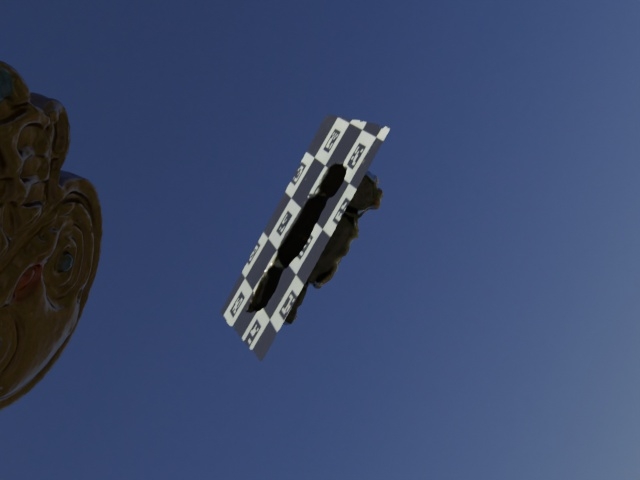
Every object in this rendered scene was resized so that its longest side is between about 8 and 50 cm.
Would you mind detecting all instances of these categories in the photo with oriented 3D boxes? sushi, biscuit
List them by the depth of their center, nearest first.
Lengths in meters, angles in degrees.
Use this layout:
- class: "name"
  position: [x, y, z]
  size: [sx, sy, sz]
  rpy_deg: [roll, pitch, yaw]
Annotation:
- class: "biscuit"
  position: [-0.135, 0.006, 0.476]
  size: [0.124, 0.026, 0.175]
  rpy_deg: [-57, -22, -36]
- class: "sushi"
  position: [0.000, 0.000, 0.981]
  size: [0.051, 0.192, 0.215]
  rpy_deg: [29, -89, -18]
